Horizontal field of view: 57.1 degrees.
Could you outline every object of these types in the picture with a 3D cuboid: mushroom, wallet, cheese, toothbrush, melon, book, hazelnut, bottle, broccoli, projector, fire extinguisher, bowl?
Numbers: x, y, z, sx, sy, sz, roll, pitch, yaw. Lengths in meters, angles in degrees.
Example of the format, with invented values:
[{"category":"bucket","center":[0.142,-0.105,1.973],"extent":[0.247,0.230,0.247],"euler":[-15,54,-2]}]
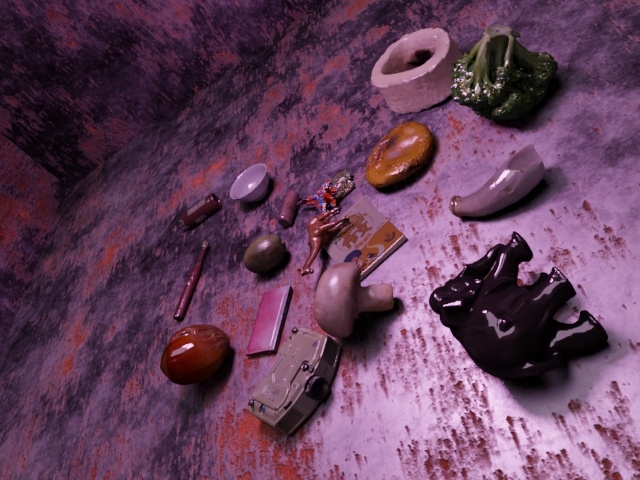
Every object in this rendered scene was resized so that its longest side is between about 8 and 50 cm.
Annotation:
[{"category":"mushroom","center":[0.459,-0.132,1.535],"extent":[0.270,0.103,0.118],"euler":[-34,36,23]},{"category":"wallet","center":[-0.159,0.248,1.818],"extent":[0.119,0.025,0.232],"euler":[-16,43,33]},{"category":"cheese","center":[0.353,-0.607,2.086],"extent":[0.332,0.153,0.292],"euler":[14,65,49]},{"category":"toothbrush","center":[-0.485,0.146,2.240],"extent":[0.040,0.041,0.364],"euler":[-17,43,33]},{"category":"melon","center":[-0.182,0.044,1.977],"extent":[0.167,0.114,0.114],"euler":[-33,36,16]},{"category":"book","center":[0.119,-0.006,1.812],"extent":[0.208,0.020,0.295],"euler":[-43,34,3]},{"category":"hazelnut","center":[-0.386,0.343,1.816],"extent":[0.181,0.181,0.212],"euler":[-60,23,11]},{"category":"bottle","center":[-0.115,-0.116,2.128],"extent":[0.053,0.053,0.140],"euler":[-15,44,35]},{"category":"mushroom","center":[0.077,0.160,1.568],"extent":[0.206,0.209,0.206],"euler":[-49,33,47]},{"category":"broccoli","center":[0.526,-0.490,1.710],"extent":[0.307,0.275,0.308],"euler":[-4,48,5]},{"category":"projector","center":[-0.065,0.364,1.549],"extent":[0.193,0.088,0.270],"euler":[6,58,51]},{"category":"fire extinguisher","center":[-0.529,-0.115,2.539],"extent":[0.231,0.071,0.099],"euler":[-34,8,16]},{"category":"bowl","center":[-0.266,-0.210,2.351],"extent":[0.189,0.086,0.189],"euler":[-28,36,23]}]

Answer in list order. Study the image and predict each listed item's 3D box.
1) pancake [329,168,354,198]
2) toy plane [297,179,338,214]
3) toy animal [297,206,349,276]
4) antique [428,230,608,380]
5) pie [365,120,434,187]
[{"category":"pancake","center":[0.067,-0.195,2.056],"extent":[0.116,0.022,0.130],"euler":[-30,37,24]},{"category":"toy plane","center":[-0.010,-0.141,2.040],"extent":[0.189,0.061,0.130],"euler":[-15,63,51]},{"category":"toy animal","center":[0.000,0.000,1.848],"extent":[0.229,0.066,0.224],"euler":[-36,35,-4]},{"category":"antique","center":[0.389,0.148,1.238],"extent":[0.255,0.185,0.322],"euler":[-37,39,8]},{"category":"pie","center":[0.251,-0.277,1.917],"extent":[0.273,0.069,0.273],"euler":[-26,37,22]}]
